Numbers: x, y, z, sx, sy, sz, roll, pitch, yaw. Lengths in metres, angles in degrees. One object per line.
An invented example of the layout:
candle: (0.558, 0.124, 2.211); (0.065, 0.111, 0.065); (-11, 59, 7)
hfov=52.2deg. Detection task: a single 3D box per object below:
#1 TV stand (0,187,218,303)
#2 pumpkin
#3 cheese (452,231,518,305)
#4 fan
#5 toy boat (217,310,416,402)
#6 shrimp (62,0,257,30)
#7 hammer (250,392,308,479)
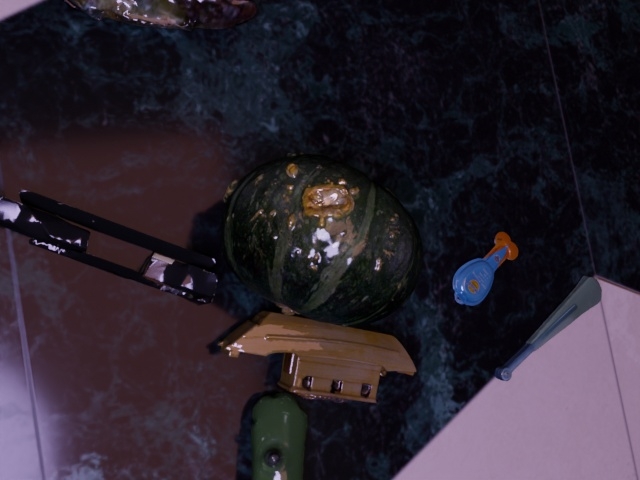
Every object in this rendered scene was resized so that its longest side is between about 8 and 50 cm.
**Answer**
TV stand: (-0.212, -0.002, 0.595); (0.249, 0.036, 0.042); (22, 76, -17)
pumpkin: (0.001, 0.001, 0.603); (0.190, 0.190, 0.147); (12, 85, -20)
cheese: (0.192, 0.034, 0.763); (0.111, 0.017, 0.047); (-42, 102, -22)
fan: (0.278, 0.107, 0.788); (0.193, 0.016, 0.038); (-36, 98, -23)
toy boat: (-0.002, 0.119, 0.652); (0.200, 0.057, 0.077); (14, 83, -21)
shrimp: (-0.106, -0.323, 0.663); (0.444, 0.085, 0.272); (16, 82, -16)
hammer: (-0.035, 0.310, 0.591); (0.206, 0.119, 0.336); (7, 74, -23)
